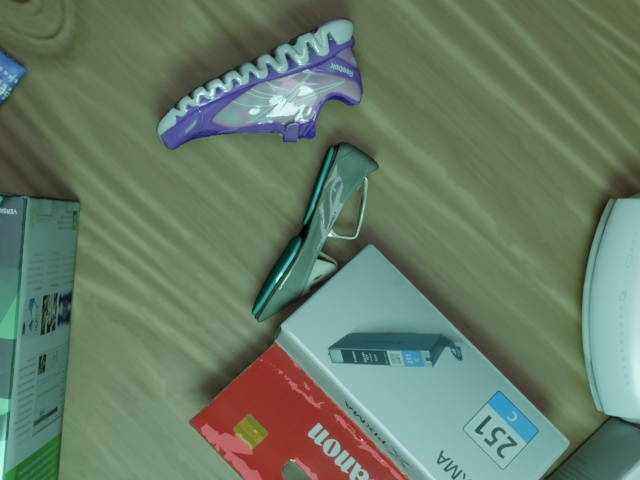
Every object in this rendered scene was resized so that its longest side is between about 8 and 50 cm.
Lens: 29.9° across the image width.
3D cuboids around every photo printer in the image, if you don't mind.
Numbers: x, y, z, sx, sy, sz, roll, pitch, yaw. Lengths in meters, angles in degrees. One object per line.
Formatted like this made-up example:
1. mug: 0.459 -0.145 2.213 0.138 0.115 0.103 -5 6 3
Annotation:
1. photo printer: 0.435 0.076 1.284 0.307 0.107 0.256 4 91 -4

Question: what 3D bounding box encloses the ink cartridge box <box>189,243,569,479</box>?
1. ink cartridge box: 0.060 0.195 1.224 0.296 0.066 0.261 45 70 7

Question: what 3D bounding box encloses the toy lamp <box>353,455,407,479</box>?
1. toy lamp: -0.018 0.303 1.272 0.275 0.080 0.080 -33 93 -1

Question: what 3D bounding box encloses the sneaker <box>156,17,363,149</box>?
1. sneaker: -0.055 -0.142 1.259 0.236 0.095 0.104 -26 100 -4

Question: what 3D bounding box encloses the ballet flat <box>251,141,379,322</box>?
1. ballet flat: 0.000 0.000 1.272 0.068 0.072 0.213 26 88 -8

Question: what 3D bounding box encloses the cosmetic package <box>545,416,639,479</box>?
1. cosmetic package: 0.315 0.309 1.257 0.184 0.151 0.151 -43 94 -3

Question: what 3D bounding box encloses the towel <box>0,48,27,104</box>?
1. towel: -0.507 -0.127 1.251 0.243 0.040 0.336 40 88 -4

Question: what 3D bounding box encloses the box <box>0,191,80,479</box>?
1. box: -0.296 0.115 1.172 0.058 0.232 0.322 4 90 1
